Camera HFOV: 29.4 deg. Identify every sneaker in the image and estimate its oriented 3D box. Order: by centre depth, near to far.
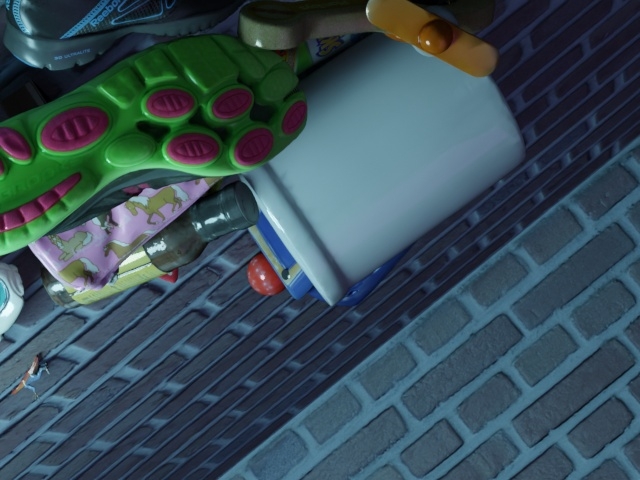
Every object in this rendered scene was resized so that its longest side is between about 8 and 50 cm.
[{"bbox_3d":[-0.200,-0.306,1.387,0.340,0.125,0.140,-30,150,-33],"label":"sneaker"},{"bbox_3d":[-0.248,-0.127,1.492,0.482,0.185,0.202,-19,-171,-16],"label":"sneaker"},{"bbox_3d":[-0.540,0.129,1.828,0.110,0.107,0.275,6,131,-37],"label":"sneaker"}]

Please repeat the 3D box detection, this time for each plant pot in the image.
[{"bbox_3d":[0.010,-0.032,2.208,0.212,0.236,0.236,-2,141,-51],"label":"plant pot"}]

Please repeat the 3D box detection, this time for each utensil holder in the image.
[{"bbox_3d":[0.079,-0.139,1.917,0.385,0.328,0.327,-35,160,-4],"label":"utensil holder"}]

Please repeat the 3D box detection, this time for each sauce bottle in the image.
[{"bbox_3d":[-0.253,0.003,1.820,0.344,0.111,0.111,-19,167,20],"label":"sauce bottle"}]

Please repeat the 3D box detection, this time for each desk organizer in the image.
[{"bbox_3d":[-0.356,-0.152,1.565,0.050,0.047,0.130,-35,160,-1],"label":"desk organizer"}]

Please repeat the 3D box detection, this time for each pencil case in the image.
[{"bbox_3d":[-0.237,-0.100,1.696,0.386,0.160,0.167,-41,137,1],"label":"pencil case"}]

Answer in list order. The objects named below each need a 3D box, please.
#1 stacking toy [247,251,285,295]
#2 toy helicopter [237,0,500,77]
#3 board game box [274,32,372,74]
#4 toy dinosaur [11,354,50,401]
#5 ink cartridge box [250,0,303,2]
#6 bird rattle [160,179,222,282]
[{"bbox_3d":[0.000,0.000,2.436,0.330,0.141,0.141,-29,159,-7],"label":"stacking toy"},{"bbox_3d":[0.067,-0.276,1.516,0.355,0.235,0.140,-14,129,-28],"label":"toy helicopter"},{"bbox_3d":[0.040,-0.342,1.862,0.259,0.039,0.124,-29,159,-18],"label":"board game box"},{"bbox_3d":[-0.526,0.244,2.184,0.082,0.047,0.090,-28,126,-4],"label":"toy dinosaur"},{"bbox_3d":[0.004,-0.391,1.606,0.208,0.087,0.153,-49,158,27],"label":"ink cartridge box"},{"bbox_3d":[-0.251,-0.046,1.938,0.253,0.143,0.207,-28,150,22],"label":"bird rattle"}]
